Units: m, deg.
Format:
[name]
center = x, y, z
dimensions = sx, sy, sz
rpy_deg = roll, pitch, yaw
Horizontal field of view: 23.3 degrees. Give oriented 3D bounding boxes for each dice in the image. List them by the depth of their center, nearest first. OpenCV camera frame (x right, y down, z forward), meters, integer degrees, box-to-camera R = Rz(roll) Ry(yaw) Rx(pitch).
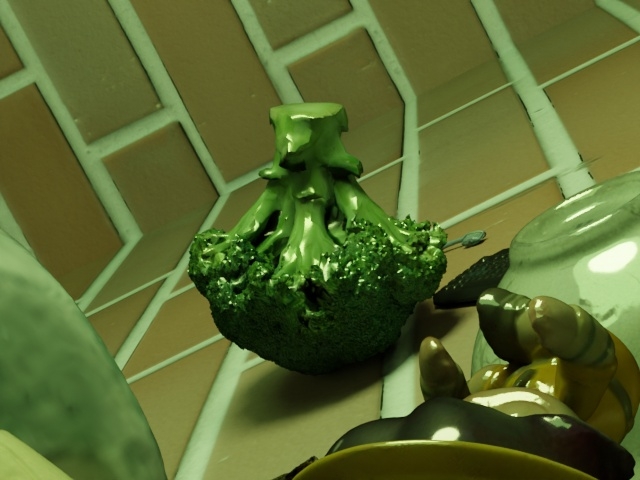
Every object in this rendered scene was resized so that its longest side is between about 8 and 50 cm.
[dice]
center = -0.339, 0.185, 1.198
dimensions = 0.330, 0.348, 0.328
rpy_deg = -32, 8, -28

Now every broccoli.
[broccoli]
center = 0.000, 0.000, 1.525
dimensions = 0.270, 0.270, 0.270
rpy_deg = -2, 8, 0

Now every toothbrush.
[toothbrush]
center = 0.115, 0.017, 1.806
dimensions = 0.193, 0.013, 0.019
rpy_deg = -18, 22, 42

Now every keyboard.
[keyboard]
center = 0.210, 0.026, 1.493
dimensions = 0.106, 0.016, 0.262
rpy_deg = -33, 11, -29

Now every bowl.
[bowl]
center = 0.211, 0.040, 1.052
dimensions = 0.313, 0.146, 0.313
rpy_deg = -26, 10, 5

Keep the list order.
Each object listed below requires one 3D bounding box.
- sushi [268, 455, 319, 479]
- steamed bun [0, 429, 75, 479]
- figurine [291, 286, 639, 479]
[sushi]
center = -0.006, 0.198, 0.994
dimensions = 0.078, 0.090, 0.150
rpy_deg = -31, 11, 5
[steamed bun]
center = -0.207, 0.253, 0.954
dimensions = 0.155, 0.200, 0.250
rpy_deg = -47, 7, 32
[figurine]
center = 0.097, 0.131, 0.821
dimensions = 0.192, 0.167, 0.257
rpy_deg = -44, -3, 42
